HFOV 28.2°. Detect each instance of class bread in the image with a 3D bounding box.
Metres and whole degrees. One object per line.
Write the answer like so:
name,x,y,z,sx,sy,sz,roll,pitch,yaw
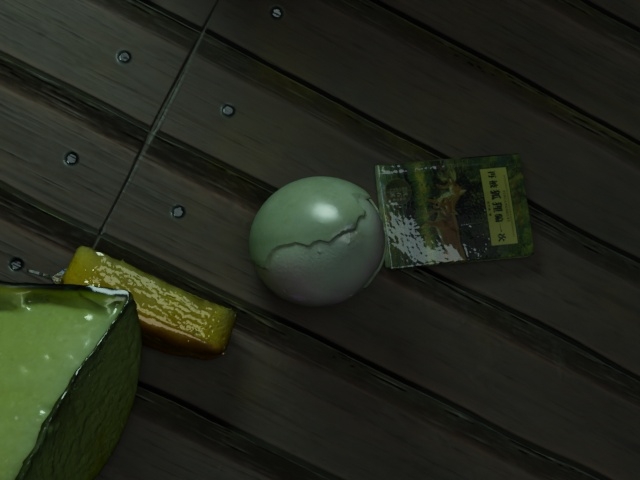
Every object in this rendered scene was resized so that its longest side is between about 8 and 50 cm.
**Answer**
bread,-0.235,0.091,1.743,0.246,0.102,0.094,25,76,-11

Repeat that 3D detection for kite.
kite,-0.363,0.047,1.769,0.078,0.002,0.044,37,77,-7

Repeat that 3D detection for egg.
egg,0.000,0.000,1.749,0.183,0.217,0.183,2,82,-16

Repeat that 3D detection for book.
book,0.199,-0.044,1.899,0.228,0.024,0.160,-5,82,-13

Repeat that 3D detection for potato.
potato,-0.420,0.205,1.654,0.280,0.212,0.330,18,60,14
